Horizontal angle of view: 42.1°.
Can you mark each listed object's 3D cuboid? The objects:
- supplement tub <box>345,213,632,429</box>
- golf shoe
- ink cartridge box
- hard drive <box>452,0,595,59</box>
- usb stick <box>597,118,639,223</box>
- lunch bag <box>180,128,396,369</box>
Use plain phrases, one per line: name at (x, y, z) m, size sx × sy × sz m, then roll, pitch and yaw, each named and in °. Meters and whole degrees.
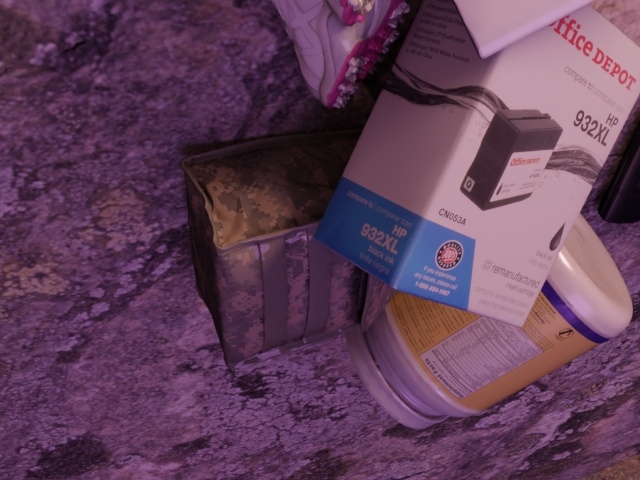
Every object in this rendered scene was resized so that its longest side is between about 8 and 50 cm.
supplement tub at (0.221, 0.094, 1.138) m, size 0.331 × 0.241 × 0.241 m, roll -37°, pitch 141°, yaw 27°
golf shoe at (0.003, -0.224, 0.727) m, size 0.115 × 0.140 × 0.306 m, roll -51°, pitch 171°, yaw -15°
ink cartridge box at (0.165, -0.091, 0.822) m, size 0.223 × 0.129 × 0.307 m, roll 19°, pitch 99°, yaw -42°
hard drive at (0.221, -0.304, 0.640) m, size 0.307 × 0.203 × 0.040 m, roll -26°, pitch -172°, yaw 12°
usb stick at (0.445, -0.116, 1.118) m, size 0.077 × 0.045 × 0.278 m, roll -6°, pitch 145°, yaw -5°
lunch bag at (0.000, 0.000, 0.977) m, size 0.287 × 0.169 × 0.235 m, roll -16°, pitch 143°, yaw -17°
